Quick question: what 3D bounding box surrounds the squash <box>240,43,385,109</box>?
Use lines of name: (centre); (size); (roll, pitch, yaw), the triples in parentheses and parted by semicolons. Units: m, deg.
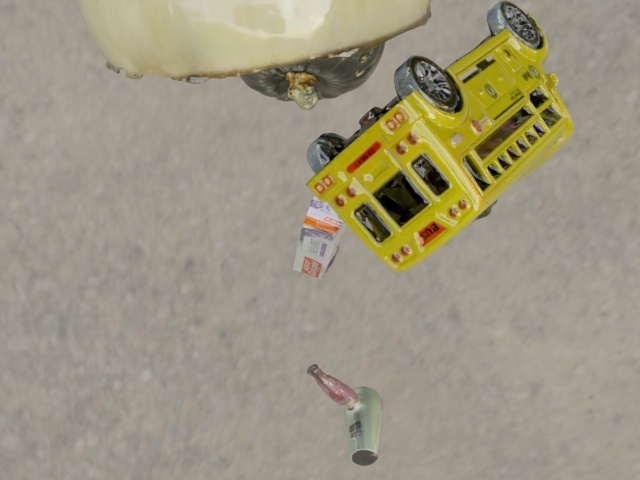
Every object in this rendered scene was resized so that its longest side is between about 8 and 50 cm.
squash: (-0.022, -0.227, 1.416); (0.193, 0.193, 0.155); (18, 96, -2)

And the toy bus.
toy bus: (0.128, -0.100, 1.197); (0.151, 0.145, 0.331); (50, 35, 2)

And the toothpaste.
toothpaste: (0.000, 0.000, 1.488); (0.047, 0.196, 0.040); (20, 74, 1)

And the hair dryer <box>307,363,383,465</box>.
hair dryer: (0.027, 0.215, 1.706); (0.154, 0.054, 0.106); (49, 27, -29)

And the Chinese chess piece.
Chinese chess piece: (-0.044, -0.193, 0.914); (0.257, 0.257, 0.104); (-16, 112, -14)
